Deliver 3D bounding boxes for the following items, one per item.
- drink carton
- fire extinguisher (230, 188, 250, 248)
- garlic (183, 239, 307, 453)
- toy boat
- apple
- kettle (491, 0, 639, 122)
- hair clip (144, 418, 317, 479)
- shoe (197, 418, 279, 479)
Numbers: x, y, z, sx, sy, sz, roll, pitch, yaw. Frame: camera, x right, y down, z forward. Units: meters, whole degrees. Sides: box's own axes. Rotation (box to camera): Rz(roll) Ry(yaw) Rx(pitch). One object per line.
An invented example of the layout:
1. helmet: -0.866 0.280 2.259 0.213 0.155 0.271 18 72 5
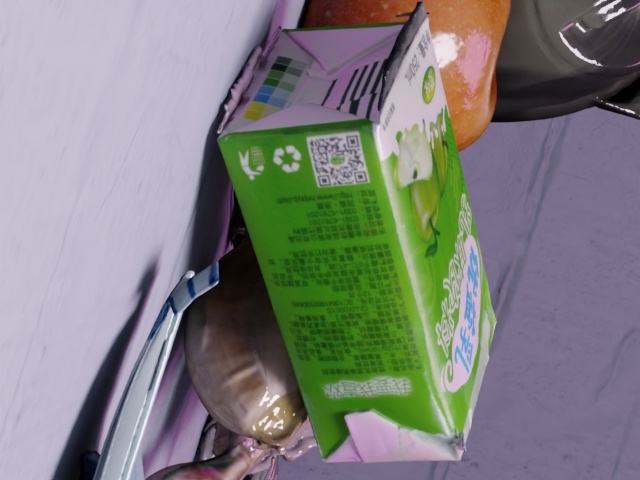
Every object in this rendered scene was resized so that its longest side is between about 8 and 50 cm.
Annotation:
1. drink carton: 0.034 -0.001 1.026 0.161 0.108 0.271 -65 145 -52
2. fire extinguisher: -0.039 -0.041 1.166 0.078 0.045 0.157 -40 159 -36
3. garlic: -0.045 0.064 1.103 0.195 0.101 0.087 -68 148 -49
4. toy boat: -0.113 0.162 0.888 0.210 0.070 0.291 108 0 -61
5. apple: 0.070 -0.156 1.231 0.201 0.162 0.201 21 90 -86
6. kettle: 0.172 -0.249 1.379 0.228 0.320 0.324 -30 -165 -15
7. hair clip: -0.047 0.148 1.179 0.300 0.069 0.173 -37 164 -47
8. shoe: -0.076 0.190 1.542 0.092 0.089 0.180 38 69 -74
